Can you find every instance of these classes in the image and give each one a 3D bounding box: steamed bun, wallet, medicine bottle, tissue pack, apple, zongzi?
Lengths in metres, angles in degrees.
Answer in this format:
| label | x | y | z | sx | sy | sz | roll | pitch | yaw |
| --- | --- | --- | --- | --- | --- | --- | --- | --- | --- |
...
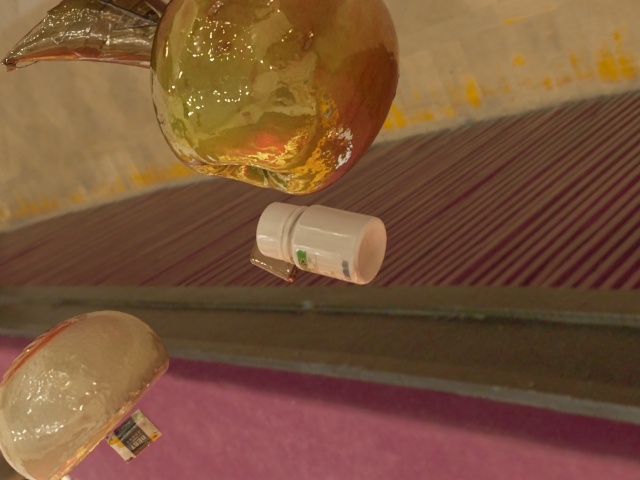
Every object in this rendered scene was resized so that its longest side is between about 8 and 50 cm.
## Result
| label | x | y | z | sx | sy | sz | roll | pitch | yaw |
| --- | --- | --- | --- | --- | --- | --- | --- | --- | --- |
| steamed bun | -0.371 | 0.217 | 1.288 | 0.177 | 0.283 | 0.283 | 45 | 143 | -1 |
| wallet | -0.094 | 0.019 | 1.929 | 0.153 | 0.039 | 0.118 | 20 | 89 | 48 |
| medicine bottle | 0.000 | 0.000 | 1.697 | 0.237 | 0.139 | 0.139 | 11 | 125 | 28 |
| tissue pack | -0.346 | 0.363 | 1.588 | 0.062 | 0.083 | 0.042 | 54 | 166 | -23 |
| apple | -0.059 | -0.213 | 1.128 | 0.338 | 0.305 | 0.338 | 11 | 159 | 4 |
| zongzi | -0.382 | -0.331 | 1.504 | 0.260 | 0.289 | 0.123 | 43 | 169 | 20 |
